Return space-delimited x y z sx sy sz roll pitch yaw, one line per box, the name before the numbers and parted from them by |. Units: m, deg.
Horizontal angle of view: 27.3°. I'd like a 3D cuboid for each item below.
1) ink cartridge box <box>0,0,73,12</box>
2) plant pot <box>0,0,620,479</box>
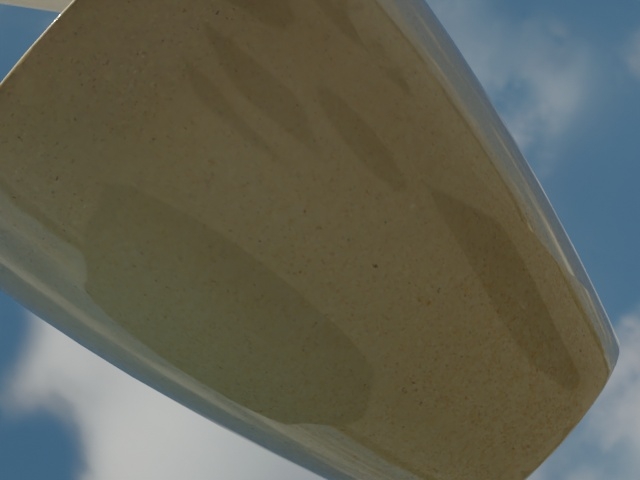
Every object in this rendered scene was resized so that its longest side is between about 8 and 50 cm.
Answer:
ink cartridge box | -0.216 -0.206 0.828 0.198 0.115 0.067 2 -50 -41
plant pot | 0.000 0.000 0.634 0.274 0.256 0.256 44 -103 -2
